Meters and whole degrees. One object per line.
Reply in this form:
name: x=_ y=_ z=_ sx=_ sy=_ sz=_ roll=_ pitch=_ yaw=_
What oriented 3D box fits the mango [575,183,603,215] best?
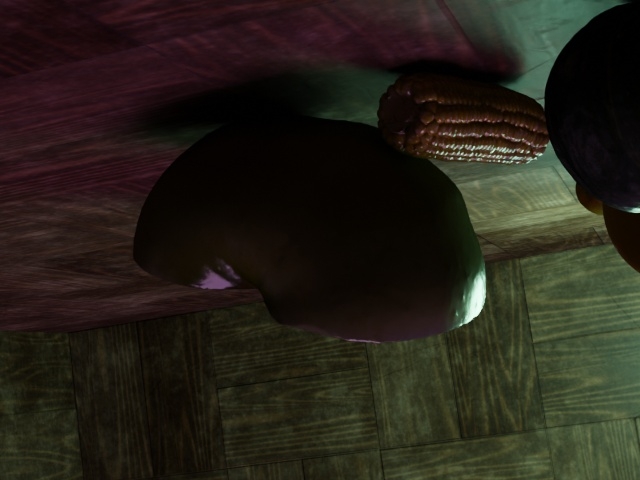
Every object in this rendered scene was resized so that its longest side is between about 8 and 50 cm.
mango: x=0.478 y=-0.095 z=1.841 sx=0.111 sy=0.089 sz=0.163 roll=-3 pitch=163 yaw=-22

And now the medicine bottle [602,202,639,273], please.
medicine bottle: x=0.567 y=-0.056 z=1.654 sx=0.238 sy=0.238 sz=0.232 roll=-15 pitch=171 yaw=43

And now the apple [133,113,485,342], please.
apple: x=0.000 y=0.000 z=1.269 sx=0.311 sy=0.320 sz=0.360 roll=-35 pitch=172 yaw=30

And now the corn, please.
corn: x=0.158 y=-0.129 z=1.241 sx=0.093 sy=0.093 sz=0.244 roll=-14 pitch=170 yaw=40

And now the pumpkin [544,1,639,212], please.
pumpkin: x=0.346 y=-0.124 z=0.988 sx=0.300 sy=0.207 sz=0.300 roll=-12 pitch=176 yaw=-1
